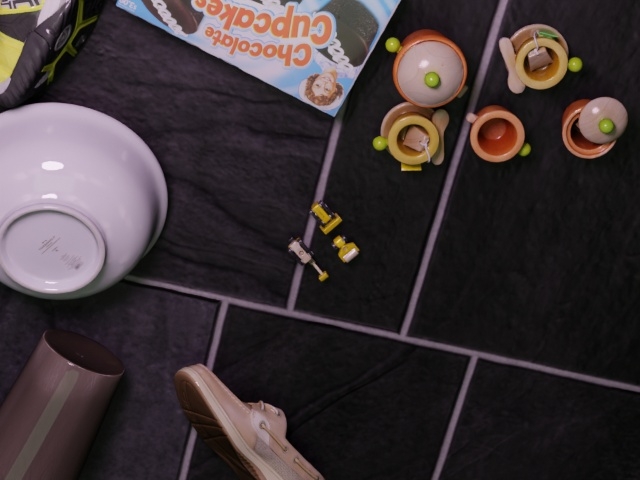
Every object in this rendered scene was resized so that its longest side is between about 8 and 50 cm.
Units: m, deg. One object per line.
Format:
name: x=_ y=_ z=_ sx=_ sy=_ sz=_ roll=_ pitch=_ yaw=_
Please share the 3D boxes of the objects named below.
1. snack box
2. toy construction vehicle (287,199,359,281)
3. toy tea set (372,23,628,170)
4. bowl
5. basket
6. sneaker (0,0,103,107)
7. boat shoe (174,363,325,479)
snack box: x=-0.078 y=-0.315 z=1.748 sx=0.322 sy=0.060 sz=0.187 roll=26 pitch=111 yaw=-11
toy construction vehicle: x=0.000 y=0.000 z=1.902 sx=0.086 sy=0.035 sz=0.098 roll=-42 pitch=110 yaw=5
toy tea set: x=0.236 y=-0.179 z=1.772 sx=0.336 sy=0.124 sz=0.200 roll=-2 pitch=113 yaw=1
bowl: x=-0.354 y=-0.023 z=1.803 sx=0.298 sy=0.134 sz=0.298 roll=-1 pitch=126 yaw=-2
basket: x=-0.386 y=0.255 z=1.939 sx=0.154 sy=0.204 sz=0.227 roll=31 pitch=101 yaw=11
sneaker: x=-0.349 y=-0.347 z=1.700 sx=0.147 sy=0.145 sz=0.385 roll=29 pitch=114 yaw=2
boat shoe: x=-0.101 y=0.284 z=1.993 sx=0.098 sy=0.109 sz=0.302 roll=-45 pitch=110 yaw=-24
